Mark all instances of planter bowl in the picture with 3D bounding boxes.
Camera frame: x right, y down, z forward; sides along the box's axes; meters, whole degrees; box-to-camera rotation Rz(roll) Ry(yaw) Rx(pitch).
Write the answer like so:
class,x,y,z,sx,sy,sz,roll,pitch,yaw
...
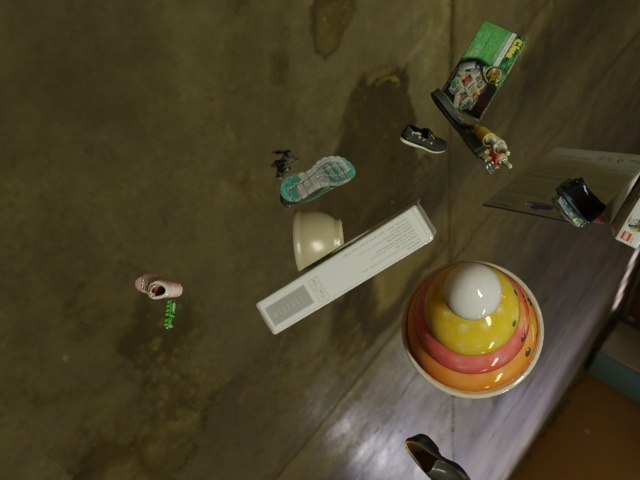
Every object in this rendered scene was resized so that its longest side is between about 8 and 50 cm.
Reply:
class,x,y,z,sx,sy,sz,roll,pitch,yaw
planter bowl,0.000,0.000,1.607,0.162,0.109,0.162,-4,90,-82

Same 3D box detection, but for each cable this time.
class,x,y,z,sx,sy,sz,roll,pitch,yaw
cable,0.368,-0.268,1.603,0.072,0.287,0.139,-35,139,12

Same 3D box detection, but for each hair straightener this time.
class,x,y,z,sx,sy,sz,roll,pitch,yaw
hair straightener,-0.098,-0.207,1.835,0.047,0.230,0.089,2,96,-18

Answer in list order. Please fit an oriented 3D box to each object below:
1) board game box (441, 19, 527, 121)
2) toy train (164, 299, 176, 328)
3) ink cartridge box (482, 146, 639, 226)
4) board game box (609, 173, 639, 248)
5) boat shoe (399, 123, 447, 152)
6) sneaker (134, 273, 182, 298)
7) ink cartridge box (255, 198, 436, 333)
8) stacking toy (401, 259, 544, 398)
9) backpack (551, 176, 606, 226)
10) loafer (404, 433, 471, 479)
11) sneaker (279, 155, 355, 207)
class,x,y,z,sx,sy,sz,roll,pitch,yaw
board game box,0.444,-0.468,1.830,0.259,0.136,0.030,-58,162,-2
toy train,-0.385,0.188,1.709,0.017,0.024,0.083,54,28,-48
ink cartridge box,0.660,-0.131,1.764,0.330,0.324,0.071,-37,119,-21
board game box,0.707,-0.091,1.453,0.193,0.053,0.305,-65,163,15
boat shoe,0.250,-0.241,1.573,0.133,0.049,0.042,11,130,-29
sneaker,-0.408,0.110,1.610,0.070,0.134,0.051,-1,100,-66
ink cartridge box,0.056,0.035,1.136,0.296,0.066,0.261,-32,179,13
stacking toy,0.340,0.166,1.496,0.350,0.350,0.480,-56,161,-7
backpack,0.581,-0.089,1.520,0.084,0.105,0.114,-40,-178,15
loafer,0.229,0.451,1.303,0.061,0.170,0.062,15,107,-51
sneaker,-0.011,-0.110,1.280,0.166,0.065,0.076,-21,167,-23
